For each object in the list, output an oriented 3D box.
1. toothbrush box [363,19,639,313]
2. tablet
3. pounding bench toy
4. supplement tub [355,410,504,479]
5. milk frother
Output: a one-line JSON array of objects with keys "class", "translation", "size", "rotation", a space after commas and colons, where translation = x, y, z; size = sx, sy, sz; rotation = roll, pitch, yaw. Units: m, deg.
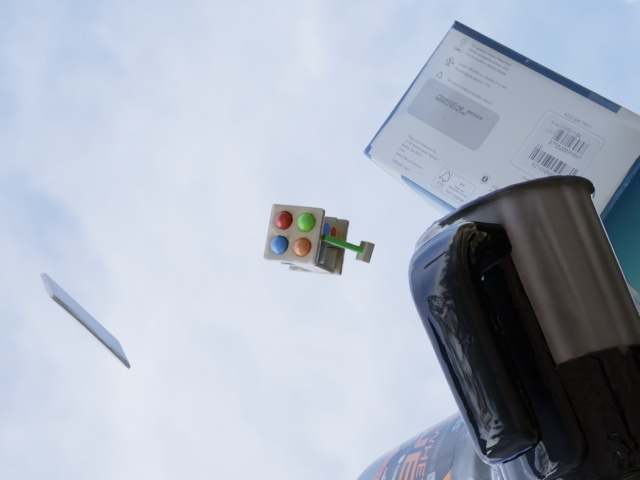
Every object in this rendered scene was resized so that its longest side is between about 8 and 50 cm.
[{"class": "toothbrush box", "translation": [0.206, -0.009, 1.434], "size": [0.216, 0.126, 0.295], "rotation": [35, 178, 44]}, {"class": "tablet", "translation": [-0.171, 0.059, 1.418], "size": [0.083, 0.006, 0.054], "rotation": [46, -178, -25]}, {"class": "pounding bench toy", "translation": [0.000, 0.000, 1.748], "size": [0.065, 0.083, 0.052], "rotation": [25, -108, -63]}, {"class": "supplement tub", "translation": [0.160, 0.233, 1.669], "size": [0.193, 0.316, 0.194], "rotation": [10, -114, -23]}, {"class": "milk frother", "translation": [0.119, 0.033, 0.785], "size": [0.135, 0.143, 0.129], "rotation": [70, -168, 19]}]
